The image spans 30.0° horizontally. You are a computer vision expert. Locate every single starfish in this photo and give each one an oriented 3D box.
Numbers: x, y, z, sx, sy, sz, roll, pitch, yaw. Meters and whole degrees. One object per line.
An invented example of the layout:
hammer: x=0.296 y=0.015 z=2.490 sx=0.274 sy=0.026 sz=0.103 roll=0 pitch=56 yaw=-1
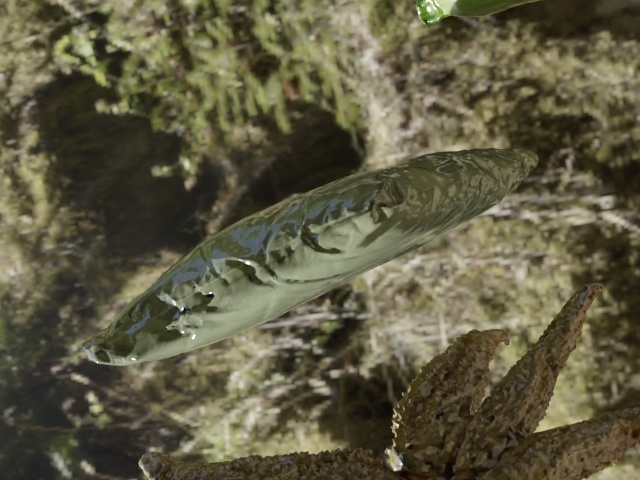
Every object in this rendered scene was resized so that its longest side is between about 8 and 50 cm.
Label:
starfish: x=0.078 y=0.133 z=0.748 sx=0.293 sy=0.301 sz=0.084 roll=-37 pitch=-53 yaw=-21

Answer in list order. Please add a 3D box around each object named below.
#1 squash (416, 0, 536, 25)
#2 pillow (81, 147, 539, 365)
squash: x=0.203 y=-0.239 z=0.787 sx=0.118 sy=0.370 sz=0.118 roll=27 pitch=-126 yaw=-44
pillow: x=-0.002 y=0.001 z=0.890 sx=0.274 sy=0.280 sz=0.076 roll=-21 pitch=-95 yaw=-59
